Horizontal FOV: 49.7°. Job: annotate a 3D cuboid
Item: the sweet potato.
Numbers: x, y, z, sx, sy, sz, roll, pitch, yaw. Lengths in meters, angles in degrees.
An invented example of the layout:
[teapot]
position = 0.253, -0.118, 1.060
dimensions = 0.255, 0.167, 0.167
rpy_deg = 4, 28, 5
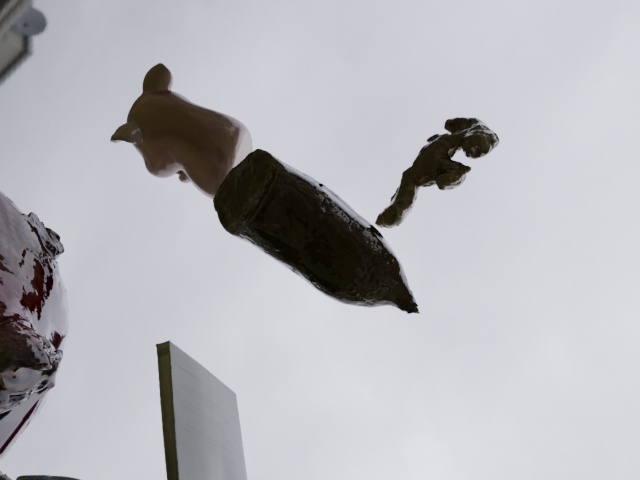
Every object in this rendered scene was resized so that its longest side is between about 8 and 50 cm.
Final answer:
[sweet potato]
position = 0.000, 0.000, 1.086
dimensions = 0.370, 0.158, 0.157
rpy_deg = 36, -79, -2

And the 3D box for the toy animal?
[toy animal]
position = -0.262, -0.199, 1.403
dimensions = 0.213, 0.257, 0.194
rpy_deg = 117, -9, -65

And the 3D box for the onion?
[onion]
position = -0.370, 0.092, 0.642
dimensions = 0.386, 0.348, 0.347
rpy_deg = 7, -101, 37

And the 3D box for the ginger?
[ginger]
position = 0.192, -0.115, 1.141
dimensions = 0.258, 0.065, 0.149
rpy_deg = -47, -157, -13

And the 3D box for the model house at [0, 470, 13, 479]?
[model house]
position = -0.315, 0.214, 0.423
dimensions = 0.317, 0.297, 0.282
rpy_deg = 22, -95, 23

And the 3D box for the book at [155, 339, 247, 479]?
[book]
position = -0.165, 0.308, 1.020
dimensions = 0.025, 0.214, 0.282
rpy_deg = -26, -135, 10

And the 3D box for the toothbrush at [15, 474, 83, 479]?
[toothbrush]
position = -0.439, 0.537, 1.495
dimensions = 0.035, 0.414, 0.042
rpy_deg = 128, -34, -54
